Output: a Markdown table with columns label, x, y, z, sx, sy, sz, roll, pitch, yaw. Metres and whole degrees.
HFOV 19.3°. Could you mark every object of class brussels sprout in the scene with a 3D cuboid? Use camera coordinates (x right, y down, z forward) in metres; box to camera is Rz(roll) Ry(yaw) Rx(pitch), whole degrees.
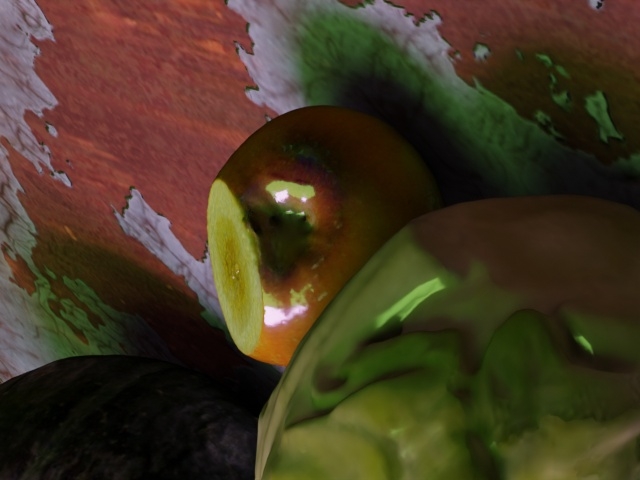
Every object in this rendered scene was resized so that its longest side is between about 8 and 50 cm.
| label | x | y | z | sx | sy | sz | roll | pitch | yaw |
| --- | --- | --- | --- | --- | --- | --- | --- | --- | --- |
| brussels sprout | 0.101 | 0.135 | 1.084 | 0.247 | 0.328 | 0.328 | 55 | 167 | 44 |

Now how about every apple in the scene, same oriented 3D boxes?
| label | x | y | z | sx | sy | sz | roll | pitch | yaw |
| --- | --- | --- | --- | --- | --- | --- | --- | --- | --- |
| apple | -0.003 | -0.005 | 1.176 | 0.146 | 0.163 | 0.147 | 58 | 179 | 17 |

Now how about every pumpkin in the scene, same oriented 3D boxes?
| label | x | y | z | sx | sy | sz | roll | pitch | yaw |
| --- | --- | --- | --- | --- | --- | --- | --- | --- | --- |
| pumpkin | -0.164 | 0.309 | 1.693 | 0.454 | 0.344 | 0.454 | 23 | 132 | 28 |
